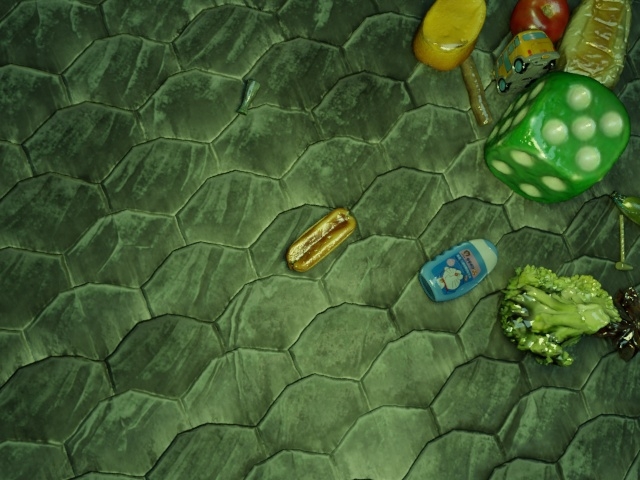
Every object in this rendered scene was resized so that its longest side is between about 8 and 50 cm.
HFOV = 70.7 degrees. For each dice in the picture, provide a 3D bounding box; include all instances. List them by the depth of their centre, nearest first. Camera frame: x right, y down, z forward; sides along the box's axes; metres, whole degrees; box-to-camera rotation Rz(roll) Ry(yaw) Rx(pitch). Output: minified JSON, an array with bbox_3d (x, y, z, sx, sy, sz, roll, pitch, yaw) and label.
[{"bbox_3d":[0.708,-0.308,1.385,0.300,0.297,0.287,38,84,-4],"label":"dice"}]

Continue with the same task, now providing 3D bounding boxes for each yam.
[{"bbox_3d":[0.515,-0.495,1.496,0.056,0.057,0.242,-15,86,-10],"label":"yam"}]

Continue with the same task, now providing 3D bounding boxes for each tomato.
[{"bbox_3d":[0.727,-0.735,1.506,0.194,0.136,0.195,0,87,-7],"label":"tomato"}]

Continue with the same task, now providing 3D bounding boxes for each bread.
[{"bbox_3d":[0.414,-0.674,1.447,0.195,0.143,0.270,32,79,6],"label":"bread"},{"bbox_3d":[0.917,-0.639,1.522,0.235,0.183,0.389,24,88,9],"label":"bread"}]

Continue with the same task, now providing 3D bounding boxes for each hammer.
[{"bbox_3d":[1.045,0.006,1.546,0.060,0.028,0.196,6,83,-14],"label":"hammer"}]

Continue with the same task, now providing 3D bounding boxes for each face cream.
[{"bbox_3d":[0.442,0.087,1.413,0.263,0.083,0.149,-29,93,-11],"label":"face cream"}]

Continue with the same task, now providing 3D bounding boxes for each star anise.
[{"bbox_3d":[0.998,0.267,1.469,0.282,0.129,0.213,33,87,-13],"label":"star anise"}]

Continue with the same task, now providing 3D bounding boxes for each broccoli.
[{"bbox_3d":[0.723,0.232,1.341,0.347,0.281,0.294,8,82,1],"label":"broccoli"}]

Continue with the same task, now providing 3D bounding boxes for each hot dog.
[{"bbox_3d":[0.000,0.000,1.359,0.249,0.068,0.100,-39,79,-12],"label":"hot dog"}]

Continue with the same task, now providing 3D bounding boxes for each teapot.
[{"bbox_3d":[-0.222,-0.435,1.380,0.042,0.043,0.111,21,86,-6],"label":"teapot"}]

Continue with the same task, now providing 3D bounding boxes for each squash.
[{"bbox_3d":[1.121,-0.074,1.537,0.331,0.087,0.087,34,81,-3],"label":"squash"}]

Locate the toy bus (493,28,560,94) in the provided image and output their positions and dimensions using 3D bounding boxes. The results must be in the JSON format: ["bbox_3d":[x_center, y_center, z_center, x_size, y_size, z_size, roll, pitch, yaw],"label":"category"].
[{"bbox_3d":[0.646,-0.573,1.449,0.125,0.209,0.136,-12,77,-9],"label":"toy bus"}]
